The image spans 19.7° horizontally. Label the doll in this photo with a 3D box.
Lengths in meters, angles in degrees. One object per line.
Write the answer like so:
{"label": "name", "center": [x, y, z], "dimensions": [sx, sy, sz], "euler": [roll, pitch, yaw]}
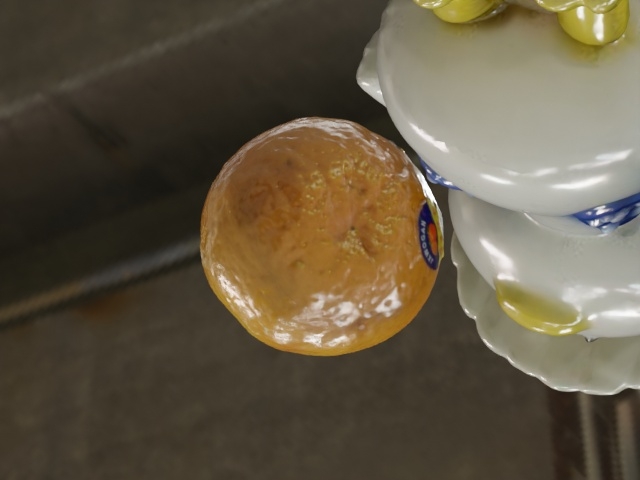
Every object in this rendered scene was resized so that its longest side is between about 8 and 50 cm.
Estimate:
{"label": "doll", "center": [0.086, -0.028, 0.631], "dimensions": [0.138, 0.293, 0.119], "euler": [13, -105, 19]}

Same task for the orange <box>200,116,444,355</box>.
{"label": "orange", "center": [0.000, -0.002, 1.345], "dimensions": [0.155, 0.177, 0.177], "euler": [-3, -124, 59]}
